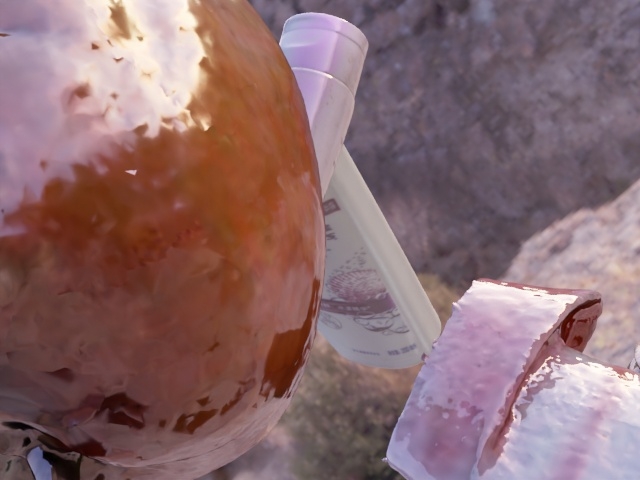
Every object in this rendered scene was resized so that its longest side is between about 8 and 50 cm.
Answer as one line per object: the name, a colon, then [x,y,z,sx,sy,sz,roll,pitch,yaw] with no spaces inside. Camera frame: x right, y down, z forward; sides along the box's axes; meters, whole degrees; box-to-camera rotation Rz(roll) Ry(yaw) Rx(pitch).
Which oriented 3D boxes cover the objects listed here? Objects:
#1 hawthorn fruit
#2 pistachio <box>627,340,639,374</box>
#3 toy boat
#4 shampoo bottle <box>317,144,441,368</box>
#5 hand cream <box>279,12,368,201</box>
hawthorn fruit: [-0.121,0.006,0.556,0.268,0.268,0.300,-37,60,29]
pistachio: [0.316,0.147,1.096,0.124,0.124,0.185,-42,19,12]
toy boat: [0.190,0.123,0.724,0.206,0.282,0.096,-53,-23,-47]
shampoo bottle: [0.000,0.000,1.173,0.134,0.359,0.078,2,57,27]
hand cream: [-0.036,-0.016,0.929,0.111,0.070,0.312,-30,41,62]
